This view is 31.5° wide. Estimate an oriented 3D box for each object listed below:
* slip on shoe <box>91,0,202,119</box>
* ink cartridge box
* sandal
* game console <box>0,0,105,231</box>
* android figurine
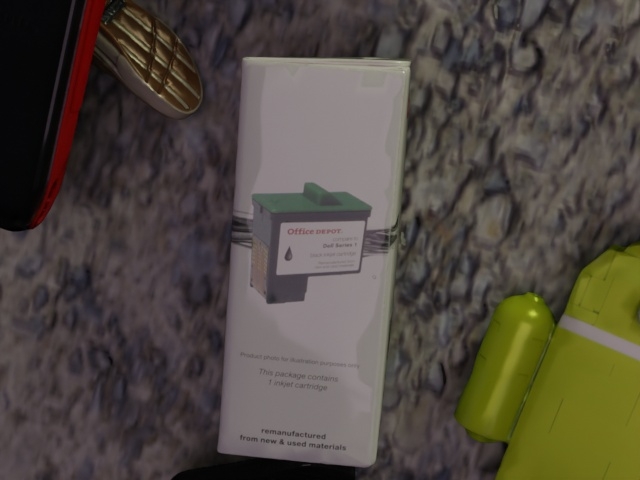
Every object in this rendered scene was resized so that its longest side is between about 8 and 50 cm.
[{"bbox_3d":[-0.133,-0.126,0.721,0.135,0.051,0.041,41,140,-11],"label":"slip on shoe"},{"bbox_3d":[0.000,0.000,0.671,0.092,0.160,0.219,4,99,3],"label":"ink cartridge box"},{"bbox_3d":[-0.044,0.163,0.707,0.067,0.179,0.040,16,64,-29],"label":"sandal"},{"bbox_3d":[-0.280,-0.220,0.651,0.386,0.060,0.342,20,100,19],"label":"game console"},{"bbox_3d":[0.215,0.113,0.707,0.248,0.056,0.273,25,103,16],"label":"android figurine"}]
